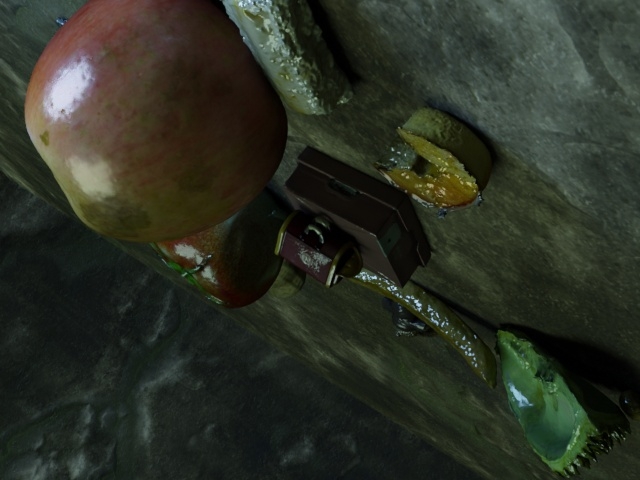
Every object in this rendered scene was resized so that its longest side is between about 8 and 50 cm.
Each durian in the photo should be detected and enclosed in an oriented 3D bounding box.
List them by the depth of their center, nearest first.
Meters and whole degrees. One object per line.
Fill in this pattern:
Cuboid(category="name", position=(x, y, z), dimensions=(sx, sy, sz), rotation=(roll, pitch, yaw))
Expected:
Cuboid(category="durian", position=(0.390, 0.278, 1.874), dimensions=(0.198, 0.163, 0.394), rotation=(39, -172, -29))

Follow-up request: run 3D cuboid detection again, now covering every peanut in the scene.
Cuboid(category="peanut", position=(-0.099, 0.061, 2.434), dimensions=(0.124, 0.123, 0.256), rotation=(30, 163, 20))

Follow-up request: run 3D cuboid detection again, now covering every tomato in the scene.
Cuboid(category="tomato", position=(-0.201, -0.017, 2.172), dimensions=(0.303, 0.239, 0.303), rotation=(38, 168, 9))

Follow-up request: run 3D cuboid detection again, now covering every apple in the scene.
Cuboid(category="apple", position=(-0.232, -0.169, 1.490), dimensions=(0.364, 0.364, 0.364), rotation=(33, 166, 9))

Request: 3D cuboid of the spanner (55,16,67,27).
Cuboid(category="spanner", position=(-0.360, -0.327, 1.967), dimensions=(0.325, 0.026, 0.093), rotation=(33, 167, 17))

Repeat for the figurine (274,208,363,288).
Cuboid(category="figurine", position=(0.006, 0.006, 1.764), dimensions=(0.154, 0.082, 0.098), rotation=(31, 145, 20))

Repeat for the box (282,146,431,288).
Cuboid(category="box", position=(0.063, -0.033, 1.804), dimensions=(0.215, 0.086, 0.215), rotation=(28, 165, 28))

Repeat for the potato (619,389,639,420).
Cuboid(category="potato", position=(0.530, 0.277, 1.816), dimensions=(0.045, 0.046, 0.092), rotation=(-7, 154, 32))

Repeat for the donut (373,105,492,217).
Cuboid(category="donut", position=(0.155, -0.102, 1.390), dimensions=(0.146, 0.078, 0.181), rotation=(34, 160, 2))

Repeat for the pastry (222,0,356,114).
Cuboid(category="pastry", position=(-0.040, -0.247, 1.350), dimensions=(0.121, 0.089, 0.258), rotation=(42, 169, 33))

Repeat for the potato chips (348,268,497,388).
Cuboid(category="potato chips", position=(0.192, 0.135, 2.076), dimensions=(0.407, 0.080, 0.057), rotation=(36, -179, 27))

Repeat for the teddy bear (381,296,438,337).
Cuboid(category="teddy bear", position=(0.177, 0.162, 2.201), dimensions=(0.119, 0.078, 0.160), rotation=(31, 167, 31))
